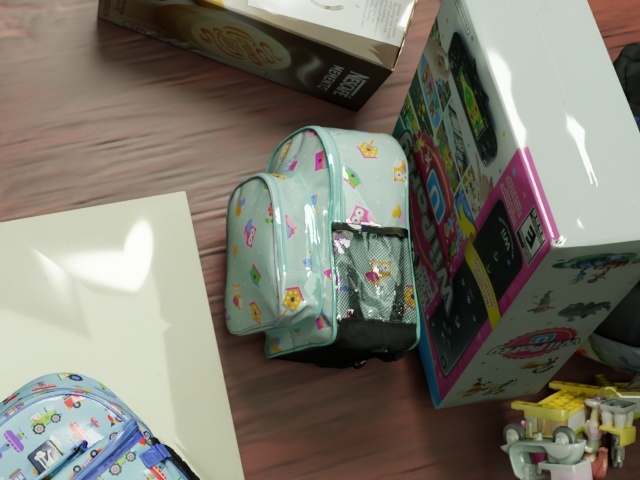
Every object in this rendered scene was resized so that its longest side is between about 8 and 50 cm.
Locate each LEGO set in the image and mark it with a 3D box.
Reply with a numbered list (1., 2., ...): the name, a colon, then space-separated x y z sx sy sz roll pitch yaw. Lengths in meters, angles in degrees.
1. LEGO set: 0.262 0.181 1.147 0.287 0.132 0.107 -6 99 -35

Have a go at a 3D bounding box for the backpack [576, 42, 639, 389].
1. backpack: 0.343 0.000 1.051 0.273 0.355 0.290 27 85 -14

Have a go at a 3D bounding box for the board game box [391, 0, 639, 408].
1. board game box: 0.138 -0.028 1.023 0.097 0.303 0.224 -8 65 -13

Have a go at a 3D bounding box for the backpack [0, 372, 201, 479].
1. backpack: -0.184 0.184 0.994 0.158 0.117 0.173 -36 87 -16

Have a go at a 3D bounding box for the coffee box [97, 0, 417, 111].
1. coffee box: -0.053 -0.208 1.123 0.246 0.141 0.098 19 78 -8

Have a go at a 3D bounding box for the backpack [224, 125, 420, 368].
1. backpack: 0.000 0.000 1.087 0.144 0.166 0.188 11 76 -19

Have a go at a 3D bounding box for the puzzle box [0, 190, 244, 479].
1. puzzle box: -0.281 0.127 1.067 0.409 0.052 0.272 -10 84 -13
